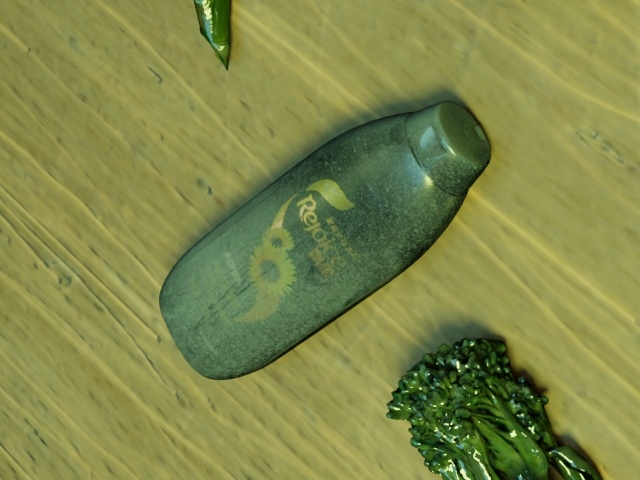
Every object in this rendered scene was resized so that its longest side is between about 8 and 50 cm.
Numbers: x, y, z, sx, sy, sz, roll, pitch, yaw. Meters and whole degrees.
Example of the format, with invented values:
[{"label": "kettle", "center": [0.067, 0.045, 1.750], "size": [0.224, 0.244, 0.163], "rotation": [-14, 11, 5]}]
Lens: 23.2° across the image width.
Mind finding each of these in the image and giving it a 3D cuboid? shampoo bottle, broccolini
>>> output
[{"label": "shampoo bottle", "center": [0.000, 0.000, 0.895], "size": [0.234, 0.049, 0.087], "rotation": [-36, 79, 35]}, {"label": "broccolini", "center": [0.172, 0.207, 0.788], "size": [0.392, 0.074, 0.079], "rotation": [48, 121, 20]}]

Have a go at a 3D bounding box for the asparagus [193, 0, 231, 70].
[{"label": "asparagus", "center": [-0.063, -0.156, 0.932], "size": [0.021, 0.025, 0.108], "rotation": [4, 100, 26]}]
